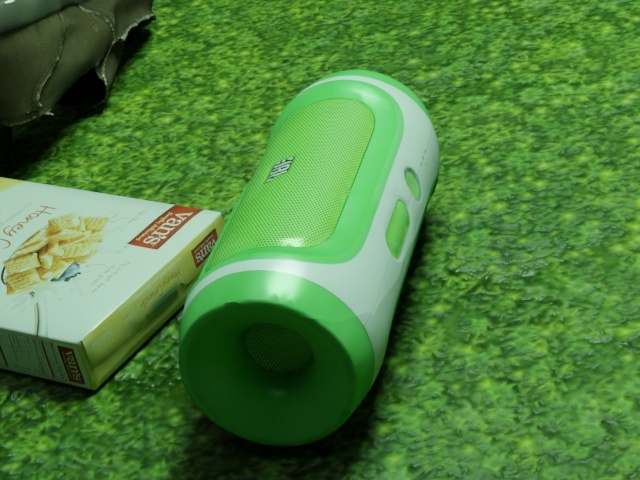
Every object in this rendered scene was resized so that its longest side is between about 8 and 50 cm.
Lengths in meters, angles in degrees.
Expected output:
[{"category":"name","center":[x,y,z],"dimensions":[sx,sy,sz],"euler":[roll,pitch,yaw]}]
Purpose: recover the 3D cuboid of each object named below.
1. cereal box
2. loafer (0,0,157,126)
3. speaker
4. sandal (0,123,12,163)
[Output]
[{"category":"cereal box","center":[-0.209,0.023,1.127],"dimensions":[0.240,0.047,0.173],"euler":[8,36,31]},{"category":"loafer","center":[-0.245,-0.181,1.416],"dimensions":[0.134,0.130,0.366],"euler":[-5,14,17]},{"category":"speaker","center":[0.000,0.000,1.015],"dimensions":[0.131,0.131,0.296],"euler":[-3,32,16]},{"category":"sandal","center":[-0.406,-0.072,1.197],"dimensions":[0.168,0.107,0.446],"euler":[11,23,18]}]
